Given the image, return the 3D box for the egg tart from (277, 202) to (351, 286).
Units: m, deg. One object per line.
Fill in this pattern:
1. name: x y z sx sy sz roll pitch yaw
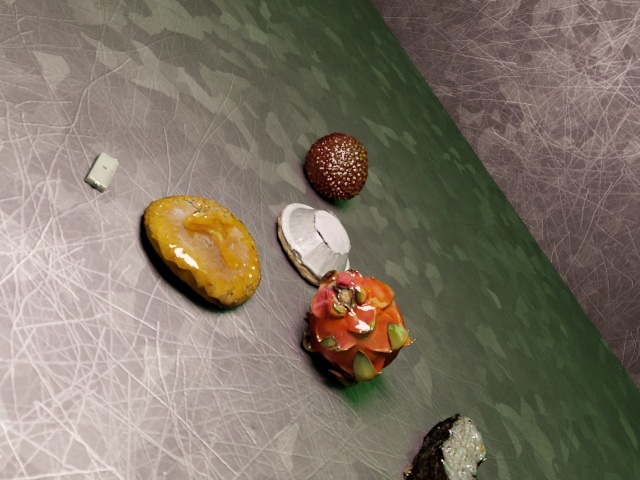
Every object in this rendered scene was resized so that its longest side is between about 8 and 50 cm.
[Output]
1. egg tart: 0.000 0.000 1.504 0.234 0.094 0.234 37 32 -28

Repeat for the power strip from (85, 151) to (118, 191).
1. power strip: -0.402 -0.127 1.160 0.040 0.016 0.090 37 35 -26

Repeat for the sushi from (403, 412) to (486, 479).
1. sushi: 0.281 0.482 1.366 0.147 0.115 0.212 48 32 -1

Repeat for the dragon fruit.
1. dragon fruit: 0.071 0.174 1.308 0.227 0.224 0.224 41 32 -30

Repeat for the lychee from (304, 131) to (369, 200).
1. lychee: 0.049 -0.196 1.696 0.188 0.188 0.188 34 35 -29

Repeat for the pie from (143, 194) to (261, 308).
1. pie: -0.220 0.011 1.218 0.273 0.069 0.273 39 29 -27
